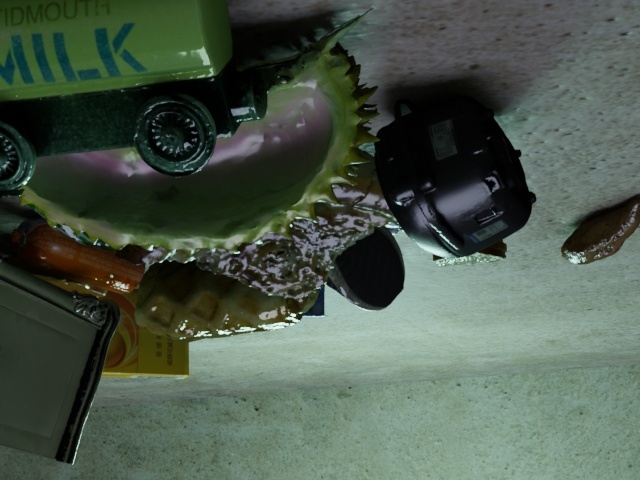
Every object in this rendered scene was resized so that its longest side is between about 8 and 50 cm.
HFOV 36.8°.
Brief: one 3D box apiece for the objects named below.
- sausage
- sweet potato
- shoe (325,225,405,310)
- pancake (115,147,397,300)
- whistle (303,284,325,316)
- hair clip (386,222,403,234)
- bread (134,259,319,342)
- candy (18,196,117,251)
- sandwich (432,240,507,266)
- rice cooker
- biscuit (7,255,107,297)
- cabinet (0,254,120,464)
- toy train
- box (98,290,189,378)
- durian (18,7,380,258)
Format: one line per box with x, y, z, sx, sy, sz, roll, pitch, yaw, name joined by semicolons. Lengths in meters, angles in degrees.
-0.331;0.018;1.291;0.071;0.071;0.234;-9;163;24;sausage
0.383;-0.006;1.308;0.068;0.060;0.206;-32;169;-30;sweet potato
0.000;0.000;1.152;0.227;0.099;0.112;39;163;-26;shoe
-0.032;-0.009;1.036;0.377;0.054;0.197;-8;125;3;pancake
-0.142;0.099;1.626;0.304;0.062;0.062;2;164;-12;whistle
0.077;-0.046;1.169;0.195;0.052;0.124;-1;151;26;hair clip
-0.129;0.078;1.422;0.268;0.130;0.152;-10;-158;25;bread
-0.238;-0.040;1.087;0.141;0.078;0.203;-24;143;30;candy
0.216;0.014;1.397;0.105;0.035;0.093;9;161;-38;sandwich
0.129;-0.061;0.925;0.118;0.142;0.203;-22;158;22;rice cooker
-0.421;0.062;1.461;0.184;0.035;0.249;21;160;-29;biscuit
-0.482;0.120;1.218;0.290;0.227;0.318;8;163;27;cabinet
-0.170;-0.126;0.685;0.253;0.157;0.105;-5;-153;13;toy train
-0.355;0.157;1.644;0.269;0.152;0.043;6;160;-29;box
-0.124;-0.085;0.799;0.352;0.158;0.169;0;153;8;durian
